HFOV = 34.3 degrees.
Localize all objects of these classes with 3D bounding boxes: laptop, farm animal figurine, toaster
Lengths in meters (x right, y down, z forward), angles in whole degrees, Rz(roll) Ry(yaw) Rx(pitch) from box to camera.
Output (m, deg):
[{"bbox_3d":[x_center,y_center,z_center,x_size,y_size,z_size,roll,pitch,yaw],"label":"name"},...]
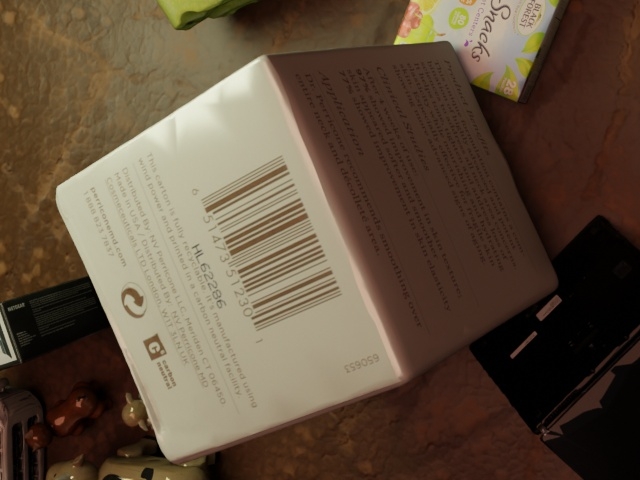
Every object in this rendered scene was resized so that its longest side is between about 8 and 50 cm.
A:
[{"bbox_3d":[0.348,0.147,1.217,0.234,0.136,0.264,-47,38,10],"label":"laptop"},{"bbox_3d":[-0.284,0.359,1.434,0.326,0.172,0.330,-12,90,21],"label":"farm animal figurine"},{"bbox_3d":[-0.500,0.314,1.535,0.146,0.129,0.227,2,94,18],"label":"toaster"}]

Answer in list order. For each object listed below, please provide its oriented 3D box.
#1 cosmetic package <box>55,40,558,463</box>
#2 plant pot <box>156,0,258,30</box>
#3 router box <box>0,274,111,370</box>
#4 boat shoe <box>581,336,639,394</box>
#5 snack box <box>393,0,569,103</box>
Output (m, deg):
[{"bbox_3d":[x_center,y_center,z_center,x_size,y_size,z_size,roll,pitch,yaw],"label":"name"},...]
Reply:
[{"bbox_3d":[0.000,0.000,1.150,0.327,0.393,0.330,-26,85,35],"label":"cosmetic package"},{"bbox_3d":[-0.155,-0.413,1.296,0.276,0.276,0.254,-21,98,20],"label":"plant pot"},{"bbox_3d":[-0.416,0.123,1.392,0.242,0.309,0.081,-18,91,20],"label":"router box"},{"bbox_3d":[0.348,0.145,1.252,0.142,0.040,0.049,-37,63,19],"label":"boat shoe"},{"bbox_3d":[0.206,-0.293,1.255,0.174,0.070,0.207,26,104,17],"label":"snack box"}]
